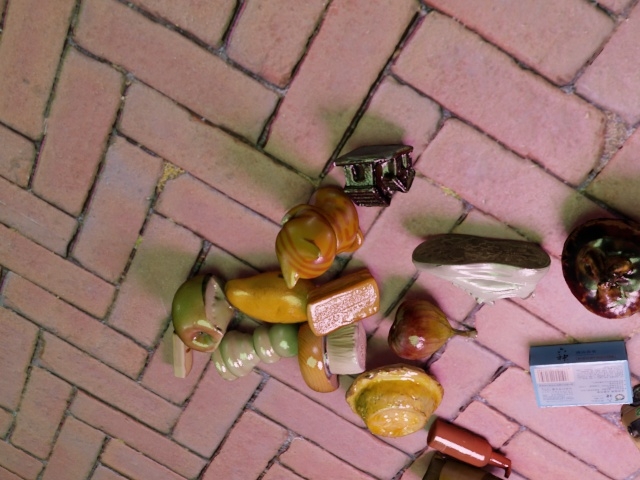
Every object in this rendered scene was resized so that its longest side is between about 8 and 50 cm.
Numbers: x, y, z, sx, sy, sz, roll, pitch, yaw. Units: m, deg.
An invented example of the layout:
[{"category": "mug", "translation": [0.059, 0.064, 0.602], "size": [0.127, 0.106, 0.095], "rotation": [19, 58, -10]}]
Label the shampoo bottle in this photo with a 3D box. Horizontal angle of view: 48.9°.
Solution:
[{"category": "shampoo bottle", "translation": [0.425, 0.592, 1.998], "size": [0.244, 0.085, 0.085], "rotation": [24, 125, 2]}]

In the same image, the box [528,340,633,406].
[{"category": "box", "translation": [0.653, 0.338, 1.774], "size": [0.232, 0.083, 0.142], "rotation": [-9, 118, 20]}]

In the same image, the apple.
[{"category": "apple", "translation": [-0.320, 0.196, 1.908], "size": [0.174, 0.188, 0.207], "rotation": [14, 125, 6]}]

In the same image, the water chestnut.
[{"category": "water chestnut", "translation": [0.632, 0.057, 1.517], "size": [0.224, 0.238, 0.223], "rotation": [1, 91, 35]}]

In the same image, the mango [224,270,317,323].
[{"category": "mango", "translation": [-0.121, 0.146, 1.870], "size": [0.262, 0.109, 0.157], "rotation": [10, 136, 11]}]

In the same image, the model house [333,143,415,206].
[{"category": "model house", "translation": [0.133, -0.140, 1.612], "size": [0.165, 0.106, 0.152], "rotation": [1, 120, 21]}]

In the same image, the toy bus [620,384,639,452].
[{"category": "toy bus", "translation": [0.906, 0.404, 1.669], "size": [0.177, 0.202, 0.365], "rotation": [37, 124, -9]}]

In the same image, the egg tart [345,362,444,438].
[{"category": "egg tart", "translation": [0.203, 0.442, 1.909], "size": [0.288, 0.118, 0.288], "rotation": [0, 135, 0]}]

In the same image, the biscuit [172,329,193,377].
[{"category": "biscuit", "translation": [-0.413, 0.331, 2.101], "size": [0.052, 0.056, 0.188], "rotation": [11, 125, 9]}]

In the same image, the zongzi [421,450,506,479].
[{"category": "zongzi", "translation": [0.469, 0.782, 2.048], "size": [0.289, 0.154, 0.317], "rotation": [8, 141, 45]}]

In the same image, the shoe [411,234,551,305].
[{"category": "shoe", "translation": [0.378, 0.085, 1.679], "size": [0.316, 0.124, 0.159], "rotation": [4, 129, 14]}]

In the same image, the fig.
[{"category": "fig", "translation": [0.279, 0.218, 1.802], "size": [0.143, 0.231, 0.160], "rotation": [44, 137, 42]}]

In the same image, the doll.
[{"category": "doll", "translation": [-0.009, -0.014, 1.657], "size": [0.162, 0.270, 0.166], "rotation": [38, 127, 12]}]

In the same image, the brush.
[{"category": "brush", "translation": [0.044, 0.321, 1.904], "size": [0.166, 0.174, 0.266], "rotation": [-5, 137, 10]}]

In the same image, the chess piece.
[{"category": "chess piece", "translation": [-0.161, 0.295, 1.968], "size": [0.251, 0.144, 0.144], "rotation": [-19, 114, 19]}]

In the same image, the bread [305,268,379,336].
[{"category": "bread", "translation": [0.053, 0.157, 1.791], "size": [0.200, 0.077, 0.116], "rotation": [-21, 126, -12]}]
